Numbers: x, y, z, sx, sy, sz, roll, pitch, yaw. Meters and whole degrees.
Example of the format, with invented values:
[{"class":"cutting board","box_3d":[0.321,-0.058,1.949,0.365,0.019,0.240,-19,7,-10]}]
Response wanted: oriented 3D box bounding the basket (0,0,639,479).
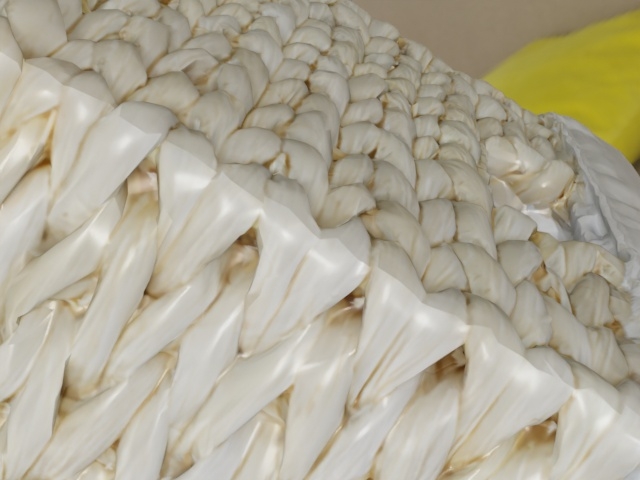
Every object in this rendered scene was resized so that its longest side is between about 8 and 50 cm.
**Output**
[{"class":"basket","box_3d":[-0.068,0.069,0.502,0.266,0.331,0.328,33,-163,-7]}]
